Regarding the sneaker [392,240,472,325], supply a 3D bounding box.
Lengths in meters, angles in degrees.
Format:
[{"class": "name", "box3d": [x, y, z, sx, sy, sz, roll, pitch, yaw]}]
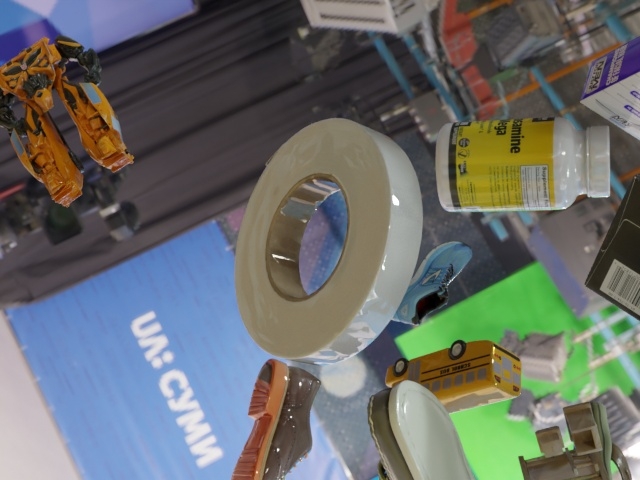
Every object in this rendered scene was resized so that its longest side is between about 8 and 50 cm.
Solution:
[{"class": "sneaker", "box3d": [0.174, 0.070, 1.330, 0.073, 0.162, 0.063, 28, -22, 48]}]

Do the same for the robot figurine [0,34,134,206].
[{"class": "robot figurine", "box3d": [-0.443, -0.216, 1.508, 0.291, 0.211, 0.085, 57, 4, 16]}]

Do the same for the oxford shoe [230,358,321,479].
[{"class": "oxford shoe", "box3d": [-0.081, 0.417, 1.714, 0.130, 0.133, 0.363, -17, -124, 64]}]

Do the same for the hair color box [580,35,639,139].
[{"class": "hair color box", "box3d": [0.658, -0.301, 1.620, 0.185, 0.110, 0.339, 27, -23, -18]}]

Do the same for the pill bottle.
[{"class": "pill bottle", "box3d": [0.413, -0.154, 1.822, 0.188, 0.334, 0.188, -1, 90, -72]}]

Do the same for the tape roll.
[{"class": "tape roll", "box3d": [0.000, 0.000, 1.416, 0.072, 0.392, 0.392, 17, 26, -36]}]

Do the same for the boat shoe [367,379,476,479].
[{"class": "boat shoe", "box3d": [0.112, 0.263, 0.951, 0.305, 0.091, 0.109, 58, 36, -34]}]

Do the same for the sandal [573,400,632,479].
[{"class": "sandal", "box3d": [0.484, 0.398, 1.518, 0.303, 0.086, 0.120, -69, 179, -48]}]

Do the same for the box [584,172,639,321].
[{"class": "box", "box3d": [0.447, 0.035, 0.971, 0.247, 0.142, 0.163, 37, -47, 29]}]

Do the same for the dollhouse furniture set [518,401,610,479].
[{"class": "dollhouse furniture set", "box3d": [0.293, 0.301, 1.239, 0.101, 0.182, 0.161, -86, 159, -64]}]

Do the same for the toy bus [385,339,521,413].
[{"class": "toy bus", "box3d": [0.296, 0.319, 2.049, 0.108, 0.333, 0.130, 29, 53, -31]}]
